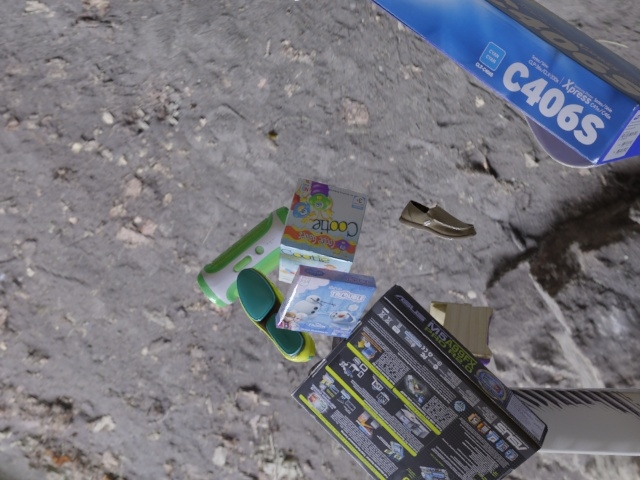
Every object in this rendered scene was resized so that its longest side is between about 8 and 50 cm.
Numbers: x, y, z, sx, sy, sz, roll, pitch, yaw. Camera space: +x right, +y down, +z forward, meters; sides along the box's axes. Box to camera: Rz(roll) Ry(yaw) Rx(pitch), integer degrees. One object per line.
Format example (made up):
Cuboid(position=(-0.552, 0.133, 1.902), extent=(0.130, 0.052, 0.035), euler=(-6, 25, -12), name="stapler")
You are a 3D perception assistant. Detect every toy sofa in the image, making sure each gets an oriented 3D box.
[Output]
Cuboid(position=(0.358, 0.293, 1.979), extent=(0.177, 0.362, 0.150), euler=(4, 107, 12), name="toy sofa")

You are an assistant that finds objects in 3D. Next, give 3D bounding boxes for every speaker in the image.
Cuboid(position=(-0.175, 0.043, 1.955), extent=(0.297, 0.131, 0.131), euler=(-38, 105, 7), name="speaker")

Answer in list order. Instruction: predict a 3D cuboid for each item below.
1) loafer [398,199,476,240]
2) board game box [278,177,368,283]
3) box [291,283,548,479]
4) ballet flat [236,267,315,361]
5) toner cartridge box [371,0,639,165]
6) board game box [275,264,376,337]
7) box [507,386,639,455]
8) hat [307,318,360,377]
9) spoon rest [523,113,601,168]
Cuboid(position=(0.214, -0.038, 1.376), extent=(0.148, 0.056, 0.050), euler=(14, 110, 22), name="loafer")
Cuboid(position=(0.000, 0.000, 1.537), extent=(0.145, 0.275, 0.142), euler=(14, 73, 0), name="board game box")
Cuboid(position=(0.124, 0.225, 0.998), extent=(0.270, 0.060, 0.216), euler=(43, 118, 9), name="box")
Cuboid(position=(-0.083, 0.145, 1.433), extent=(0.077, 0.231, 0.077), euler=(-47, 145, 9), name="ballet flat")
Cuboid(position=(0.219, -0.221, 0.842), extent=(0.348, 0.165, 0.075), euler=(44, 123, 24), name="toner cartridge box")
Cuboid(position=(0.005, 0.071, 0.853), extent=(0.090, 0.020, 0.090), euler=(10, 130, -18), name="board game box")
Cuboid(position=(0.343, 0.270, 1.142), extent=(0.275, 0.113, 0.094), euler=(-3, 80, 16), name="box")
Cuboid(position=(0.048, 0.320, 1.570), extent=(0.134, 0.331, 0.331), euler=(-17, 113, -19), name="hat")
Cuboid(position=(0.320, -0.199, 1.047), extent=(0.084, 0.276, 0.137), euler=(24, 106, -46), name="spoon rest")
